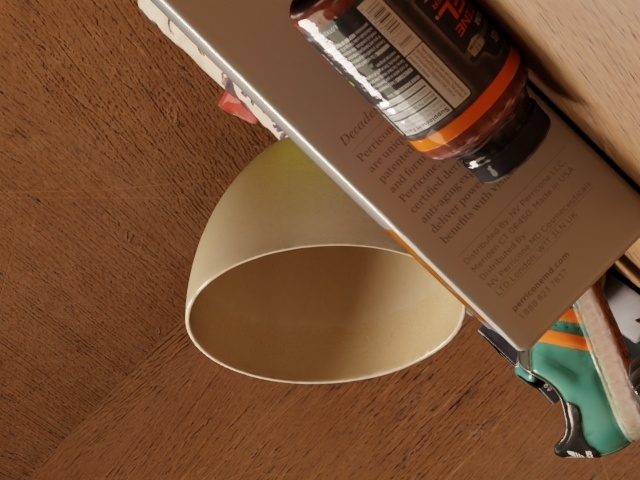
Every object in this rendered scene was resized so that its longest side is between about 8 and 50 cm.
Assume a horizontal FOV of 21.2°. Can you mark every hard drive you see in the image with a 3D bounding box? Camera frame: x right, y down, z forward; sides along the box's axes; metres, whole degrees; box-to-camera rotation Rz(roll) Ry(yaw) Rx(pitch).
[{"bbox_3d":[0.377,0.104,2.042,0.172,0.054,0.255,44,-179,-23],"label":"hard drive"}]

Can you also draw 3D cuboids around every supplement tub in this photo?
[{"bbox_3d":[0.078,-0.132,1.243,0.198,0.106,0.106,43,-179,-18],"label":"supplement tub"}]

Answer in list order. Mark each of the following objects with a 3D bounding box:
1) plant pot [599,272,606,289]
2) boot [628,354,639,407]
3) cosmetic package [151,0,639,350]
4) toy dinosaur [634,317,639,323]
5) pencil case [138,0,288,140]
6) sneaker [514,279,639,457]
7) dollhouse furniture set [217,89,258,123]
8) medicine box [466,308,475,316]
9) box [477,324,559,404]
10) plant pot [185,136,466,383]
[{"bbox_3d":[0.273,0.040,1.982,0.095,0.134,0.134,11,160,36],"label":"plant pot"},{"bbox_3d":[0.485,0.343,1.710,0.445,0.146,0.367,62,-176,-31],"label":"boot"},{"bbox_3d":[0.050,-0.125,1.437,0.453,0.161,0.230,45,-179,-1],"label":"cosmetic package"},{"bbox_3d":[0.338,0.085,1.488,0.112,0.064,0.211,43,-179,29],"label":"toy dinosaur"},{"bbox_3d":[-0.044,-0.228,2.056,0.410,0.160,0.183,44,151,21],"label":"pencil case"},{"bbox_3d":[0.250,0.089,1.841,0.108,0.121,0.302,29,-141,-66],"label":"sneaker"},{"bbox_3d":[-0.011,-0.105,2.345,0.374,0.201,0.152,54,146,18],"label":"dollhouse furniture set"},{"bbox_3d":[0.180,-0.037,2.735,0.263,0.149,0.289,44,-178,19],"label":"medicine box"},{"bbox_3d":[0.357,0.143,2.659,0.093,0.158,0.156,44,-179,-34],"label":"box"},{"bbox_3d":[0.000,0.000,1.778,0.284,0.284,0.191,43,-145,-49],"label":"plant pot"}]
